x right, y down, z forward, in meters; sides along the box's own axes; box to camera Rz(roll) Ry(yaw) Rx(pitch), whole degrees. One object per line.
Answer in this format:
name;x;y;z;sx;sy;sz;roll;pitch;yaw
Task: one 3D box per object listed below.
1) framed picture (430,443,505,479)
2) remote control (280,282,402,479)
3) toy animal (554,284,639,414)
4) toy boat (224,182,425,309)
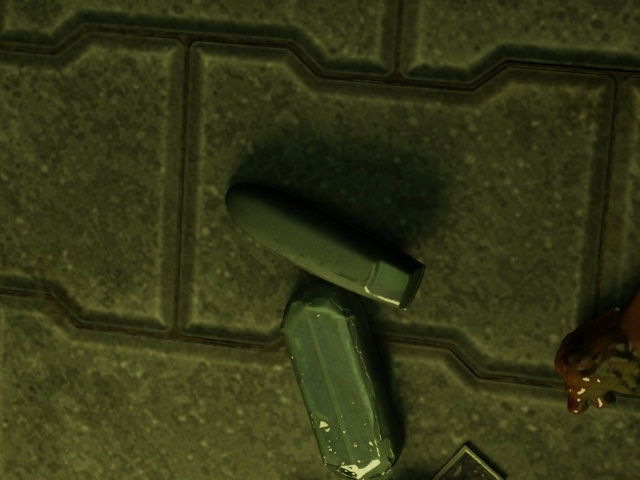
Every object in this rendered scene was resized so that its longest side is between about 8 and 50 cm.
framed picture;0.167;0.293;1.863;0.066;0.006;0.089;42;107;2
remote control;0.024;0.170;1.850;0.104;0.052;0.247;-15;100;17
toy animal;0.379;0.077;1.729;0.157;0.097;0.312;32;105;12
toy boat;0.000;0.000;1.813;0.260;0.085;0.078;26;105;18
